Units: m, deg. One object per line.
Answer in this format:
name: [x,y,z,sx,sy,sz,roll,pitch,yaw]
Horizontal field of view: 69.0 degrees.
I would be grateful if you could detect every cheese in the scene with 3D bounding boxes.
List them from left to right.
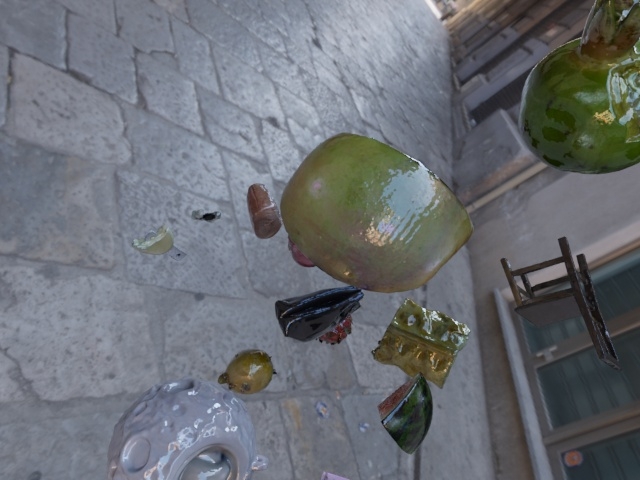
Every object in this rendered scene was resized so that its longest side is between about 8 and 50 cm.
cheese: [-0.548,0.021,1.634,0.050,0.127,0.235,45,-7,27]

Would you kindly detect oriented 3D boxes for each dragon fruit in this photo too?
dragon fruit: [0.055,0.352,1.980,0.182,0.182,0.189,-15,99,-62]

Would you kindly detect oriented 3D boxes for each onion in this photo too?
onion: [0.000,0.000,1.362,0.159,0.194,0.160,-4,90,-85]

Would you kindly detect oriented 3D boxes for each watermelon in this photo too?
watermelon: [0.216,0.430,1.109,0.193,0.137,0.145,-30,82,-42]

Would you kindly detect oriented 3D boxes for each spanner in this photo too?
spanner: [-0.467,-0.098,1.876,0.095,0.325,0.040,9,86,-22]

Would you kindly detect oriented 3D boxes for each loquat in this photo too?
loquat: [-0.252,0.451,1.591,0.204,0.172,0.150,-14,91,-34]

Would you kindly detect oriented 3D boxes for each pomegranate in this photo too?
pomegranate: [0.424,-0.242,0.713,0.302,0.235,0.236,60,15,-47]

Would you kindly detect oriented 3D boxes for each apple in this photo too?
apple: [0.067,-0.036,0.634,0.265,0.193,0.120,33,-19,11]

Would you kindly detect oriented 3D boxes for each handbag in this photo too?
handbag: [0.009,0.243,1.577,0.342,0.287,0.152,79,-11,-75]

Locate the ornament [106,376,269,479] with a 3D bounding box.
ornament: [-0.320,0.489,1.083,0.337,0.337,0.337,39,31,-29]

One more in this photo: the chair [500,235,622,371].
chair: [0.793,0.236,1.563,0.203,0.240,0.416,30,48,-38]

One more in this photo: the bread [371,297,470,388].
bread: [0.323,0.324,1.492,0.252,0.239,0.196,30,21,20]

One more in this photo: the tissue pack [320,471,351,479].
tissue pack: [0.062,0.484,0.804,0.148,0.246,0.093,14,57,9]

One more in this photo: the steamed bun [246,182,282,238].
steamed bun: [-0.192,-0.103,1.576,0.175,0.106,0.145,88,-15,-57]
